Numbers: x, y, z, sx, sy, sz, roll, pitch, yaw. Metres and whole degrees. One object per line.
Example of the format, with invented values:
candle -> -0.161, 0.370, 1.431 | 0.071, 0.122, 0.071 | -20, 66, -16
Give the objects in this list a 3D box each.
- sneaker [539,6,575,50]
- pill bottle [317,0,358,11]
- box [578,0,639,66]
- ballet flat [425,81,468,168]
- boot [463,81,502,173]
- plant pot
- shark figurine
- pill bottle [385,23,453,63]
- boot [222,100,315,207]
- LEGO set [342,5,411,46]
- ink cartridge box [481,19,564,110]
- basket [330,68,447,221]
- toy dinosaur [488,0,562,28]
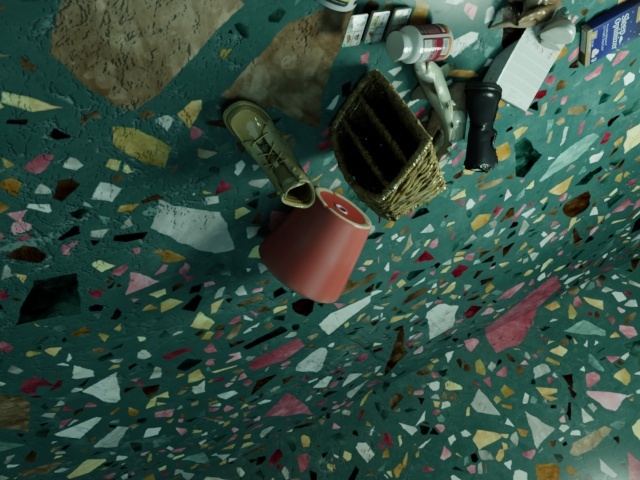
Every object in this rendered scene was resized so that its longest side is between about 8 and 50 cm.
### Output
sneaker -> 0.602, -0.544, 1.550 | 0.212, 0.080, 0.094 | -39, 149, -76
pill bottle -> 0.059, -0.558, 1.173 | 0.119, 0.119, 0.208 | -1, 143, -33
box -> 0.839, -0.600, 1.737 | 0.225, 0.036, 0.136 | -30, 145, 1
ballet flat -> 0.347, -0.289, 1.731 | 0.107, 0.106, 0.316 | -4, 138, -31
boot -> 0.430, -0.293, 1.640 | 0.094, 0.207, 0.246 | 4, 177, 18
plant pot -> 0.000, 0.000, 1.746 | 0.275, 0.275, 0.243 | 14, 118, -44
shark figurine -> 0.287, -0.349, 1.601 | 0.166, 0.116, 0.278 | -39, 117, -48
pill bottle -> 0.230, -0.460, 1.439 | 0.152, 0.086, 0.086 | -15, 144, -32
boot -> -0.115, -0.196, 1.448 | 0.095, 0.203, 0.262 | -34, 146, 7
LEGO set -> 0.136, -0.549, 1.337 | 0.182, 0.060, 0.244 | -20, 148, -31
ink cartridge box -> 0.560, -0.491, 1.690 | 0.189, 0.066, 0.232 | 12, 108, -42
basket -> 0.138, -0.225, 1.505 | 0.213, 0.299, 0.223 | -30, 147, 6
toy dinosaur -> 0.549, -0.598, 1.477 | 0.200, 0.127, 0.296 | -6, 145, -38
